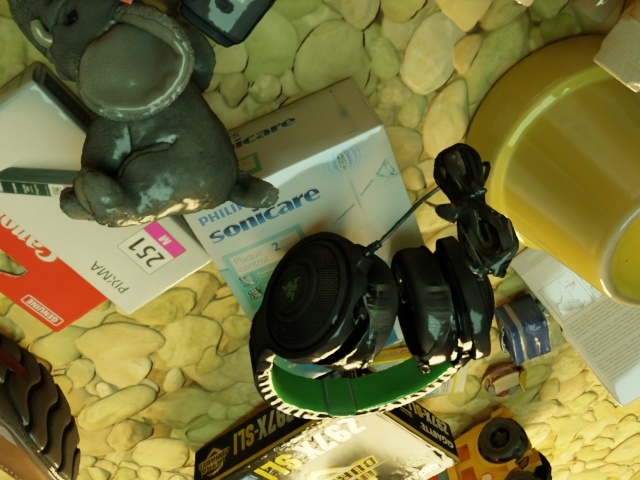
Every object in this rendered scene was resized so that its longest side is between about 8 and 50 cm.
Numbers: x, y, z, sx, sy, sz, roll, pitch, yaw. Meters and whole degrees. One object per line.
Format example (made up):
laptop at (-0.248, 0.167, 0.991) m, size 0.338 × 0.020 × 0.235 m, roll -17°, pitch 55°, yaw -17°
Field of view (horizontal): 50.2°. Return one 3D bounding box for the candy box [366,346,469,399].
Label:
candy box at (0.123, 0.204, 1.030) m, size 0.205 × 0.027 × 0.105 m, roll -7°, pitch 127°, yaw -9°

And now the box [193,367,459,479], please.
box at (0.007, 0.333, 1.043) m, size 0.322 × 0.079 × 0.257 m, roll -35°, pitch 126°, yaw 21°

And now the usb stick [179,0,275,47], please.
usb stick at (-0.023, -0.296, 0.604) m, size 0.077 × 0.045 × 0.278 m, roll 31°, pitch 114°, yaw -30°

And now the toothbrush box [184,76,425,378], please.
toothbrush box at (0.000, 0.000, 0.783) m, size 0.216 × 0.126 × 0.296 m, roll -23°, pitch 127°, yaw 2°

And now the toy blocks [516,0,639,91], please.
toy blocks at (0.361, -0.230, 0.540) m, size 0.288 × 0.309 × 0.260 m, roll -17°, pitch 148°, yaw -52°

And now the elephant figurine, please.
elephant figurine at (-0.163, -0.141, 0.586) m, size 0.186 × 0.169 × 0.240 m, roll -15°, pitch 111°, yaw -36°

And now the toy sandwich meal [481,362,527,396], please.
toy sandwich meal at (0.298, 0.227, 1.093) m, size 0.085 × 0.029 × 0.086 m, roll -7°, pitch 127°, yaw -10°

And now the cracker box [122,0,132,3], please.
cracker box at (-0.133, -0.312, 0.492) m, size 0.067 × 0.156 × 0.232 m, roll 16°, pitch 120°, yaw -24°

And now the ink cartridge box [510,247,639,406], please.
ink cartridge box at (0.455, 0.040, 0.937) m, size 0.296 × 0.066 × 0.261 m, roll -39°, pitch 87°, yaw 16°

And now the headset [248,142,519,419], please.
headset at (0.071, 0.079, 0.663) m, size 0.243 × 0.185 × 0.394 m, roll 2°, pitch 135°, yaw -18°

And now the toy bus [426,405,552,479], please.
toy bus at (0.274, 0.417, 1.118) m, size 0.211 × 0.220 × 0.149 m, roll -28°, pitch 125°, yaw 15°

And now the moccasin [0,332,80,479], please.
moccasin at (-0.425, 0.183, 0.796) m, size 0.147 × 0.139 × 0.380 m, roll -27°, pitch 128°, yaw 7°

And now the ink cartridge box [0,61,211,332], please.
ink cartridge box at (-0.293, -0.014, 0.736) m, size 0.239 × 0.060 × 0.275 m, roll -33°, pitch 127°, yaw 9°

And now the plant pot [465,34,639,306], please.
plant pot at (0.320, -0.063, 0.750) m, size 0.253 × 0.239 × 0.254 m, roll -8°, pitch 128°, yaw -10°

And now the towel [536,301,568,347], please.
towel at (0.400, 0.104, 1.030) m, size 0.148 × 0.027 × 0.110 m, roll -24°, pitch 129°, yaw 3°

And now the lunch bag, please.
lunch bag at (0.291, 0.134, 0.997) m, size 0.065 × 0.067 × 0.098 m, roll -21°, pitch 130°, yaw 2°
